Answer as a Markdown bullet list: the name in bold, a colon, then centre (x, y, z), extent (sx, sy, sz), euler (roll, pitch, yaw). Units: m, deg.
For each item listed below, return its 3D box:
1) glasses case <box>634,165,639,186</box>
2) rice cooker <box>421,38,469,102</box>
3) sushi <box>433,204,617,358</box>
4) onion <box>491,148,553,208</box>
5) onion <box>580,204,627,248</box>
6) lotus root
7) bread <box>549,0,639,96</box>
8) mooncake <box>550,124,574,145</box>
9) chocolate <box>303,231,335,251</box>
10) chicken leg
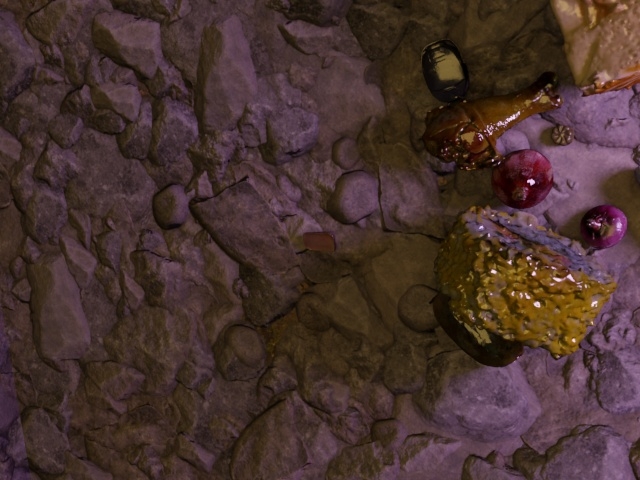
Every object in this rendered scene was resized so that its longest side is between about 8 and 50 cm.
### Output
- **glasses case**: centre (0.858, -0.067, 1.748), extent (0.067, 0.109, 0.282), euler (-37, 84, 23)
- **rice cooker**: centre (0.330, -0.444, 1.895), extent (0.112, 0.106, 0.165), euler (-15, 88, 22)
- **sushi**: centre (0.483, 0.082, 1.778), extent (0.397, 0.351, 0.240), euler (19, 114, -5)
- **onion**: centre (0.510, -0.148, 1.822), extent (0.160, 0.195, 0.159), euler (8, 116, 17)
- **onion**: centre (0.711, -0.036, 1.813), extent (0.115, 0.105, 0.115), euler (-27, 55, 48)
- **lotus root**: centre (0.426, 0.224, 1.932), extent (0.275, 0.152, 0.160), euler (43, 106, 9)
- **bread**: centre (0.728, -0.512, 1.552), extent (0.390, 0.371, 0.279), euler (-30, 82, 41)
- **mooncake**: centre (0.479, -0.277, 1.896), extent (0.347, 0.057, 0.150), euler (-16, 79, 16)
- **chocolate**: centre (0.000, 0.000, 2.125), extent (0.101, 0.031, 0.064), euler (0, 116, 24)
- **chicken leg**: centre (0.433, -0.285, 1.809), extent (0.361, 0.140, 0.211), euler (-14, 78, 20)
